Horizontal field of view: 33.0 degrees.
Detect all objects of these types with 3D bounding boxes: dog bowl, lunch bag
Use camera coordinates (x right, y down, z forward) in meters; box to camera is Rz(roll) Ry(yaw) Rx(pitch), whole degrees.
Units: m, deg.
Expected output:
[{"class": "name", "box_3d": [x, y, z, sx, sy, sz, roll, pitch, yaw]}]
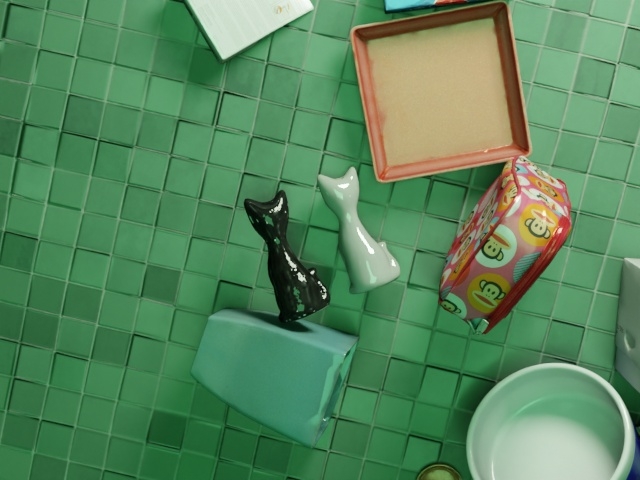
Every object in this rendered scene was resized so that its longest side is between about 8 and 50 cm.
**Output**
[{"class": "dog bowl", "box_3d": [0.373, 0.336, 1.722, 0.265, 0.265, 0.104, -33, 137, 6]}, {"class": "lunch bag", "box_3d": [0.268, 0.014, 1.664, 0.120, 0.293, 0.258, 35, 112, -2]}]

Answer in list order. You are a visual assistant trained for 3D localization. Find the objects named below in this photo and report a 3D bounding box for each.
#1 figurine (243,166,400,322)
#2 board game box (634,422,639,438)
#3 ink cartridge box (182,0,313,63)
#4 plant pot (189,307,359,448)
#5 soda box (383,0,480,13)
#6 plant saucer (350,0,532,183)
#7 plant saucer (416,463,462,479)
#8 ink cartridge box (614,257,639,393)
[{"class": "figurine", "box_3d": [0.000, 0.000, 1.759, 0.215, 0.092, 0.209, -20, 92, -19]}, {"class": "board game box", "box_3d": [0.552, 0.415, 1.745, 0.042, 0.165, 0.243, -12, 79, -24]}, {"class": "ink cartridge box", "box_3d": [-0.124, -0.395, 1.766, 0.179, 0.045, 0.145, -31, 95, -13]}, {"class": "plant pot", "box_3d": [-0.081, 0.206, 1.773, 0.234, 0.166, 0.165, 20, 97, 7]}, {"class": "soda box", "box_3d": [0.204, -0.413, 1.730, 0.210, 0.067, 0.071, -7, 97, 3]}, {"class": "plant saucer", "box_3d": [0.196, -0.241, 1.762, 0.259, 0.048, 0.258, -10, 97, 4]}, {"class": "plant saucer", "box_3d": [0.205, 0.425, 1.862, 0.084, 0.013, 0.083, 0, 98, 2]}, {"class": "ink cartridge box", "box_3d": [0.630, 0.142, 1.720, 0.270, 0.198, 0.197, 3, 98, 1]}]
